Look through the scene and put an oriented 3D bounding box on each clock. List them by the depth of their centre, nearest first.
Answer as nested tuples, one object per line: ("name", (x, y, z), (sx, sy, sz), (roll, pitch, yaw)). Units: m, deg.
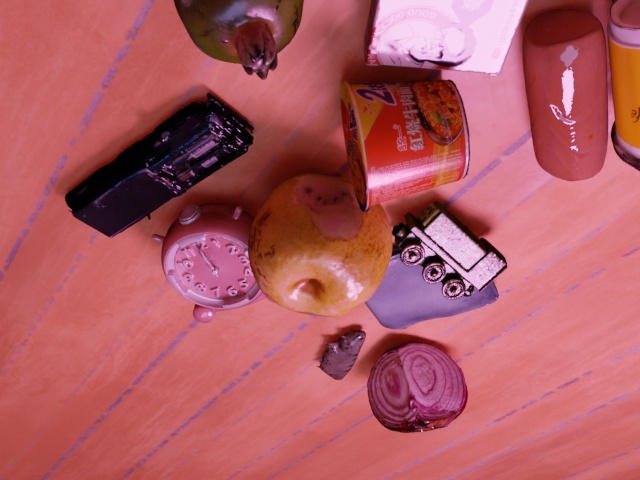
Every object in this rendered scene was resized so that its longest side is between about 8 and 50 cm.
("clock", (-0.199, 0.021, 1.427), (0.227, 0.142, 0.241), (-17, 129, 19))

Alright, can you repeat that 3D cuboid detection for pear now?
("pear", (0.000, 0.000, 1.296), (0.270, 0.271, 0.271), (-1, 141, -1))

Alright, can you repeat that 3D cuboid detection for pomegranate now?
("pomegranate", (-0.103, -0.301, 0.961), (0.179, 0.210, 0.180), (-10, 153, -5))

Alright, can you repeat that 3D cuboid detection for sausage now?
("sausage", (0.390, -0.217, 1.145), (0.121, 0.121, 0.304), (-12, 139, 13))

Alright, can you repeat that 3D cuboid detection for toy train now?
("toy train", (0.248, 0.019, 1.427), (0.225, 0.090, 0.137), (39, 108, -22))

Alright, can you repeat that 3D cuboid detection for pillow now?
("pillow", (0.046, 0.290, 1.821), (0.093, 0.051, 0.241), (7, 143, -10))

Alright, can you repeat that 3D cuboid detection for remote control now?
("remote control", (-0.294, -0.116, 1.299), (0.398, 0.062, 0.144), (-29, 134, 30))

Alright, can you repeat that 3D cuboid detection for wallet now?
("wallet", (0.218, 0.092, 1.578), (0.290, 0.054, 0.251), (-18, 137, 20))

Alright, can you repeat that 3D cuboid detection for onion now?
("onion", (0.243, 0.377, 1.821), (0.206, 0.216, 0.207), (3, 155, -31))

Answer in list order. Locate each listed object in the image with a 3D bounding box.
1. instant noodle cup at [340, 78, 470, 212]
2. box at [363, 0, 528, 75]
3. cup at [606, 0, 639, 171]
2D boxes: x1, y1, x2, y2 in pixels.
("instant noodle cup", (0.133, -0.162, 1.156), (0.174, 0.213, 0.213), (-9, 141, -3))
("box", (0.189, -0.387, 0.978), (0.214, 0.069, 0.353), (3, 143, -6))
("cup", (0.521, -0.239, 1.082), (0.196, 0.197, 0.280), (-17, 132, 18))
